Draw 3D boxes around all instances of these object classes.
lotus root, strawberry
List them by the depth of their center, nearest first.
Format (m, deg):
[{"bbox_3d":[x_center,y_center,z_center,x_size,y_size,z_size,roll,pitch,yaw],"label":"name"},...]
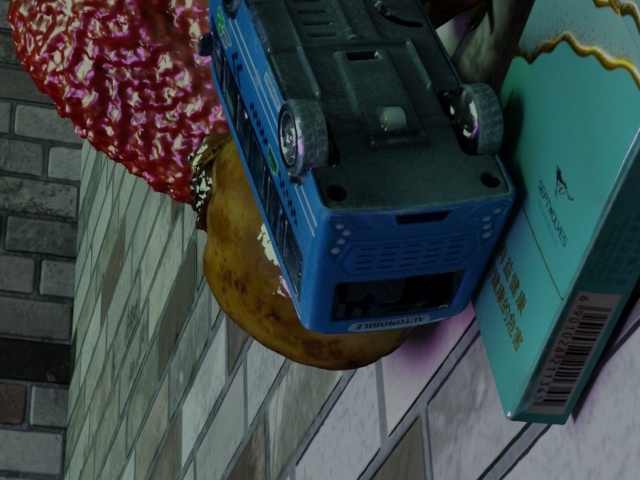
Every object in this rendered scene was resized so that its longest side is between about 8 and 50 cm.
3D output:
[{"bbox_3d":[0.000,0.000,1.056,0.314,0.141,0.169,-138,54,-61],"label":"lotus root"},{"bbox_3d":[-0.160,-0.195,1.574,0.351,0.267,0.312,63,146,21],"label":"strawberry"}]

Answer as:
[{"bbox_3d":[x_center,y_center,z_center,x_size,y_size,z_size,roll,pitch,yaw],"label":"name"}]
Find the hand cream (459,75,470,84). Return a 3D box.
[{"bbox_3d":[0.057,-0.105,1.064,0.255,0.048,0.079,-133,45,-72],"label":"hand cream"}]

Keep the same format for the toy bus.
[{"bbox_3d":[0.011,-0.072,0.867,0.134,0.113,0.246,102,155,-44],"label":"toy bus"}]

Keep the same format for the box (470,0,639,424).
[{"bbox_3d":[0.130,-0.043,0.776,0.162,0.041,0.229,-102,23,-50],"label":"box"}]

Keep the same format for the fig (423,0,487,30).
[{"bbox_3d":[0.071,-0.171,1.015,0.084,0.098,0.082,-55,-31,-42],"label":"fig"}]

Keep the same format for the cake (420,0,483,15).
[{"bbox_3d":[0.096,-0.276,0.908,0.135,0.098,0.287,-177,89,-69],"label":"cake"}]
